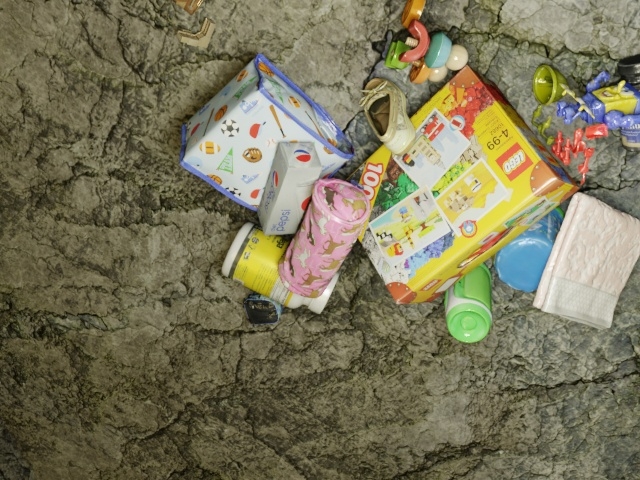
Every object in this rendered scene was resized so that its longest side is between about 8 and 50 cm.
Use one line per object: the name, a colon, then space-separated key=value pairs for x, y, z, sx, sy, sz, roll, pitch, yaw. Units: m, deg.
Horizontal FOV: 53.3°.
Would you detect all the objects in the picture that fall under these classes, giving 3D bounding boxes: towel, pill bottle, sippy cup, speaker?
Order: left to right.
pill bottle: x=-0.121 y=0.093 z=1.978 sx=0.333 sy=0.188 sz=0.188 roll=26 pitch=120 yaw=0
speaker: x=0.422 y=0.161 z=1.810 sx=0.131 sy=0.296 sz=0.131 roll=6 pitch=118 yaw=11
sippy cup: x=0.562 y=0.018 z=1.744 sx=0.305 sy=0.224 sz=0.240 roll=-8 pitch=114 yaw=19
towel: x=0.716 y=0.064 z=1.668 sx=0.331 sy=0.053 sz=0.317 roll=16 pitch=95 yaw=-36
pill bottle: x=0.792 y=-0.337 z=1.561 sx=0.122 sy=0.123 sz=0.219 roll=-12 pitch=113 yaw=20

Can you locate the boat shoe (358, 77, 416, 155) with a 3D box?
boat shoe: x=0.164 y=-0.337 z=1.637 sx=0.089 sy=0.285 sz=0.104 roll=25 pitch=122 yaw=-36

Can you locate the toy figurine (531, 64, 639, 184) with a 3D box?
toy figurine: x=0.666 y=-0.303 z=1.515 sx=0.217 sy=0.363 sz=0.191 roll=-9 pitch=122 yaw=2

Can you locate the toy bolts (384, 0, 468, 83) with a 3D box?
toy bolts: x=0.278 y=-0.491 z=1.573 sx=0.158 sy=0.228 sz=0.218 roll=16 pitch=106 yaw=-10

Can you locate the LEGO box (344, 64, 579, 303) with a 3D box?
LEGO box: x=0.328 y=-0.127 z=1.649 sx=0.500 sy=0.193 sz=0.373 roll=-43 pitch=63 yaw=28

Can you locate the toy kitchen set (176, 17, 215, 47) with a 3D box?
toy kitchen set: x=-0.351 y=-0.587 z=1.761 sx=0.068 sy=0.083 sz=0.075 roll=53 pitch=126 yaw=34

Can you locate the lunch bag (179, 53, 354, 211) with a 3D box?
lunch bag: x=-0.141 y=-0.262 z=1.769 sx=0.327 sy=0.239 sz=0.385 roll=-37 pitch=128 yaw=26

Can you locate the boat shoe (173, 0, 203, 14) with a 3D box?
boat shoe: x=-0.273 y=-0.717 z=1.652 sx=0.324 sy=0.123 sz=0.120 roll=-32 pitch=111 yaw=34

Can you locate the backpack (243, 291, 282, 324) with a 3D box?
backpack: x=-0.184 y=0.221 z=2.118 sx=0.114 sy=0.084 sz=0.105 roll=-1 pitch=117 yaw=20

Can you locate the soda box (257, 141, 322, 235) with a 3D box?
soda box: x=-0.087 y=-0.133 z=1.701 sx=0.098 sy=0.091 sz=0.286 roll=-4 pitch=145 yaw=-23

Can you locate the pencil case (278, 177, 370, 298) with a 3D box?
pencil case: x=0.000 y=0.000 z=1.716 sx=0.160 sy=0.167 sz=0.386 roll=21 pitch=139 yaw=-5
